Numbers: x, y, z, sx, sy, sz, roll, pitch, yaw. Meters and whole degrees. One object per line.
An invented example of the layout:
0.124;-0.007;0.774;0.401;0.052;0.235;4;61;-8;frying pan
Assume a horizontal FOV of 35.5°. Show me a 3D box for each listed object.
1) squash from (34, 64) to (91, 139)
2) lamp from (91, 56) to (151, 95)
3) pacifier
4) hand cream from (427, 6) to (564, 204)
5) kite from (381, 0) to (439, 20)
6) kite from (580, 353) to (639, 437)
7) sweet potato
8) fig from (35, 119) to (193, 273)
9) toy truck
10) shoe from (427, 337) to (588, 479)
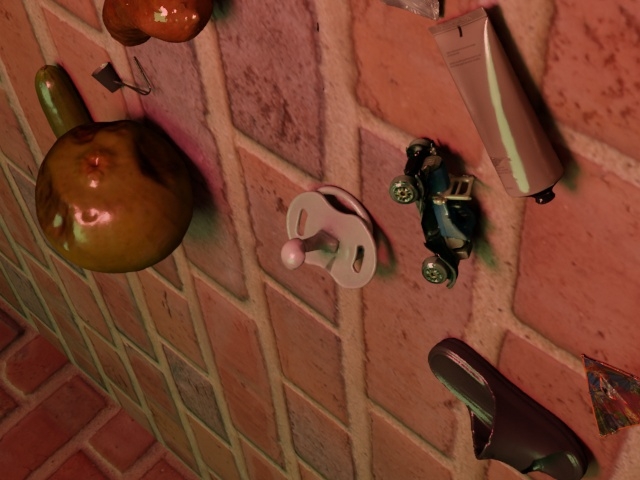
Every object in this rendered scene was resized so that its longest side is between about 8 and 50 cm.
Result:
-0.418;-0.188;1.702;0.066;0.066;0.252;26;148;40;squash
-0.291;-0.234;1.470;0.054;0.041;0.121;51;160;-26;lamp
0.000;0.000;1.241;0.150;0.117;0.126;40;129;26;pacifier
0.160;-0.114;0.887;0.186;0.054;0.087;61;158;-13;hand cream
0.047;-0.295;0.840;0.141;0.015;0.245;34;155;26;kite
0.335;0.184;1.081;0.159;0.010;0.190;46;156;4;kite
-0.209;-0.283;1.202;0.097;0.097;0.292;59;162;-22;sweet potato
-0.304;-0.051;1.529;0.239;0.239;0.271;36;167;25;fig
0.132;-0.029;1.040;0.078;0.080;0.154;-4;129;27;toy truck
0.214;0.232;1.253;0.241;0.093;0.108;42;154;16;shoe
